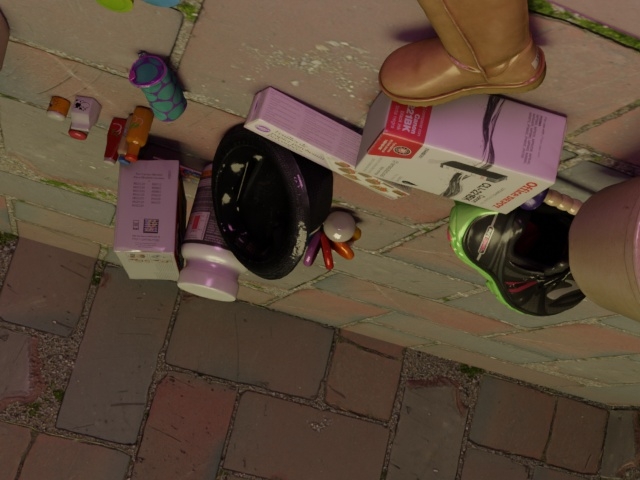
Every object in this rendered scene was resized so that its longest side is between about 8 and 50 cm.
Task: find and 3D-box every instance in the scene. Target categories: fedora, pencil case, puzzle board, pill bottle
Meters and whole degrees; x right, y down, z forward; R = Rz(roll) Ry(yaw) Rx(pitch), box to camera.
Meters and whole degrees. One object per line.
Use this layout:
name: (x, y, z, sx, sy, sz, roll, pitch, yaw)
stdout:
fedora: (-0.078, -0.087, 1.750, 0.152, 0.334, 0.334, -19, -173, -35)
pencil case: (-0.277, -0.259, 1.529, 0.070, 0.064, 0.151, -4, 163, 5)
puzzle board: (-0.334, -0.160, 2.072, 0.128, 0.011, 0.096, 18, 165, -16)
pill bottle: (-0.215, -0.017, 1.963, 0.162, 0.278, 0.162, 13, 165, 4)

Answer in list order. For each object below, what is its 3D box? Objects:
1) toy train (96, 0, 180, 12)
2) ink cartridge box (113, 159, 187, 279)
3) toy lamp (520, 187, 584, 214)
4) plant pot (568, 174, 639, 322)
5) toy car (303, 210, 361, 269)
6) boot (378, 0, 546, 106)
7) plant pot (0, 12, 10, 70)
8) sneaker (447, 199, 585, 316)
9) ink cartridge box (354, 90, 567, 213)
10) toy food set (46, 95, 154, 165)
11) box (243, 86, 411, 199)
toy train: (-0.229, -0.330, 1.044, 0.248, 0.143, 0.105, 0, 160, 42)
ink cartridge box: (-0.369, -0.071, 1.982, 0.130, 0.271, 0.309, 2, 167, -5)
toy lamp: (0.434, -0.067, 1.579, 0.275, 0.080, 0.080, 19, 165, -25)
plant pot: (0.549, 0.012, 1.374, 0.334, 0.333, 0.305, 17, 177, -12)
toy car: (0.000, 0.000, 2.115, 0.182, 0.136, 0.159, 12, 166, 5)
boot: (0.143, -0.267, 1.076, 0.236, 0.089, 0.269, -4, 160, 23)
plant pot: (-0.573, -0.329, 1.474, 0.109, 0.109, 0.096, 12, 178, 7)
sneaker: (0.433, 0.039, 1.769, 0.202, 0.185, 0.483, 6, 166, 41)
ink cartridge box: (0.213, -0.148, 1.391, 0.273, 0.114, 0.197, 15, 165, -7)
toy food set: (-0.439, -0.211, 1.780, 0.232, 0.104, 0.111, 10, 165, 14)
box: (0.024, -0.165, 1.571, 0.324, 0.067, 0.063, 23, 163, -26)
